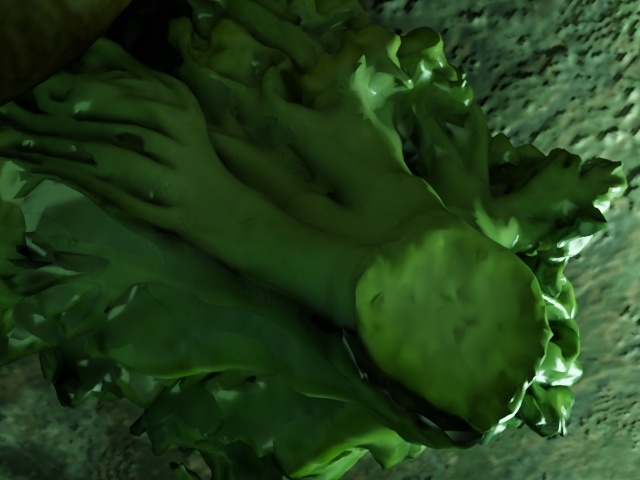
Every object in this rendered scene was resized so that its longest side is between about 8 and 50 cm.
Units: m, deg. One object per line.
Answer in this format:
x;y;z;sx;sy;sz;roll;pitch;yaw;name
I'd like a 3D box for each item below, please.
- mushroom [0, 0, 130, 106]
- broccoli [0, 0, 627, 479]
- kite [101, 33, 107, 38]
-0.141;-0.155;0.386;0.334;0.356;0.331;-15;147;-32;mushroom
0.000;0.000;0.544;0.288;0.245;0.248;-21;101;-27;broccoli
-0.134;0.000;0.675;0.233;0.016;0.321;-15;124;5;kite
